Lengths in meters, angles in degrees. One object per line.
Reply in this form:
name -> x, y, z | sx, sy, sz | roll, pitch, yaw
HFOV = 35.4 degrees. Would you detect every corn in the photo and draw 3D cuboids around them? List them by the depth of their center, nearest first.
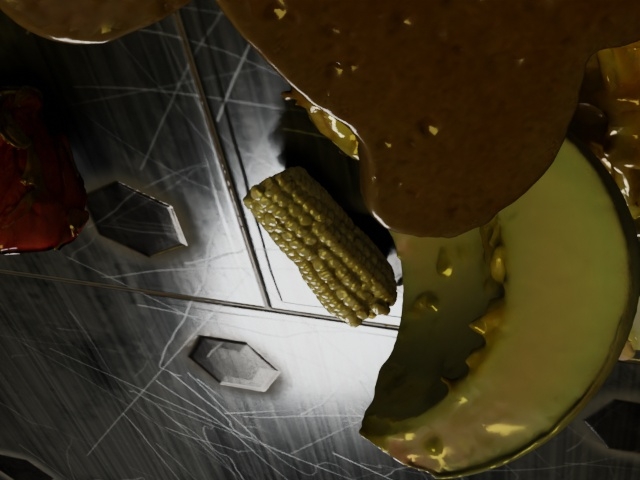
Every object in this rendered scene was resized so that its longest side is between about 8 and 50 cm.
corn -> 0.000, 0.000, 1.018 | 0.087, 0.087, 0.211 | -16, 124, 38

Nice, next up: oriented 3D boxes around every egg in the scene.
egg -> 0.137, 0.027, 0.747 | 0.206, 0.271, 0.162 | -11, 172, 23

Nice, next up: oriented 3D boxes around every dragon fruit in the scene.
dragon fruit -> -0.338, -0.090, 0.999 | 0.218, 0.224, 0.148 | 0, 113, -31

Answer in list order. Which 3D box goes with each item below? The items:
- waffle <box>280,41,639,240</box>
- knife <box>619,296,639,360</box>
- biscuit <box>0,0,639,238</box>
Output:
waffle -> 0.146, -0.135, 0.773 | 0.379, 0.095, 0.382 | 31, 144, -13
knife -> 0.321, 0.082, 0.970 | 0.336, 0.043, 0.081 | -13, 118, 44
biscuit -> 0.055, -0.197, 0.512 | 0.394, 0.076, 0.368 | 27, 117, -34
